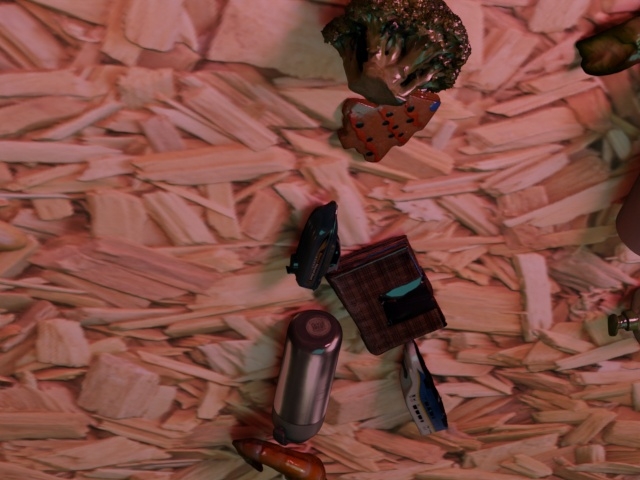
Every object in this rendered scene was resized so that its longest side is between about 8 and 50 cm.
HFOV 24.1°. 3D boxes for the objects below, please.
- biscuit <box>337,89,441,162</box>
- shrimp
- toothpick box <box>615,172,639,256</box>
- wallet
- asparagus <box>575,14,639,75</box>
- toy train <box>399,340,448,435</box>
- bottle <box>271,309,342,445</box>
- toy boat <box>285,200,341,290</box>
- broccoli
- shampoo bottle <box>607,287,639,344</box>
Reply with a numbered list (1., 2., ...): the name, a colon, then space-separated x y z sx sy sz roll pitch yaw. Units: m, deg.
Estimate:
1. biscuit: 0.083 -0.143 1.784 0.130 0.019 0.119 -25 144 6
2. shrimp: -0.052 0.345 2.287 0.068 0.150 0.248 -64 157 -13
3. toothpick box: 0.472 -0.067 1.981 0.111 0.111 0.180 -5 143 -19
4. wallet: 0.093 0.079 2.055 0.124 0.042 0.230 -21 142 7
5. asparagus: 0.434 -0.267 1.736 0.287 0.080 0.080 -28 143 10
6. toy train: 0.145 0.218 2.250 0.051 0.052 0.234 -18 144 6
7. bottle: -0.025 0.203 2.120 0.096 0.079 0.253 -47 161 -36
8. toy boat: 0.000 0.000 1.899 0.060 0.055 0.141 3 139 -16
9. broccoli: 0.080 -0.212 1.611 0.162 0.138 0.146 25 151 6
10. shampoo bottle: 0.544 0.104 2.253 0.234 0.087 0.118 -11 146 -12
